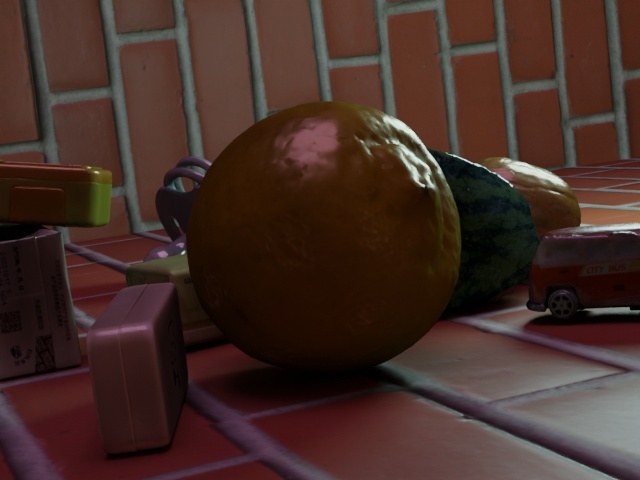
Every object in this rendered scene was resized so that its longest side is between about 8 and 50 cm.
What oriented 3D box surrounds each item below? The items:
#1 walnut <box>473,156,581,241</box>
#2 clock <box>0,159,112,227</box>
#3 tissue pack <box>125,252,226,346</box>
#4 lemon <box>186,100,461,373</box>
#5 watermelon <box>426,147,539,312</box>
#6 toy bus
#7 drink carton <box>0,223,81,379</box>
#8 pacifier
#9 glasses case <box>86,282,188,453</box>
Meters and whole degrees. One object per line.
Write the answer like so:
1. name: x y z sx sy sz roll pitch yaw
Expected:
1. walnut: 0.312 -0.036 2.005 0.221 0.195 0.195 10 7 -1
2. clock: -0.414 -0.069 1.800 0.202 0.096 0.143 4 0 0
3. tissue pack: -0.147 0.075 1.813 0.234 0.125 0.159 -10 7 -31
4. lemon: 0.000 0.000 1.472 0.348 0.348 0.348 -7 7 1
5. watermelon: 0.167 -0.024 1.859 0.283 0.250 0.292 -3 8 -18
6. toy bus: 0.399 0.038 1.609 0.265 0.120 0.121 -3 6 26
7. drink carton: -0.452 0.076 1.816 0.132 0.194 0.324 -10 8 -21
8. pacifier: -0.253 -0.001 2.360 0.299 0.244 0.233 -1 39 51
9. glasses case: -0.195 0.131 1.359 0.070 0.131 0.313 -7 6 -1
